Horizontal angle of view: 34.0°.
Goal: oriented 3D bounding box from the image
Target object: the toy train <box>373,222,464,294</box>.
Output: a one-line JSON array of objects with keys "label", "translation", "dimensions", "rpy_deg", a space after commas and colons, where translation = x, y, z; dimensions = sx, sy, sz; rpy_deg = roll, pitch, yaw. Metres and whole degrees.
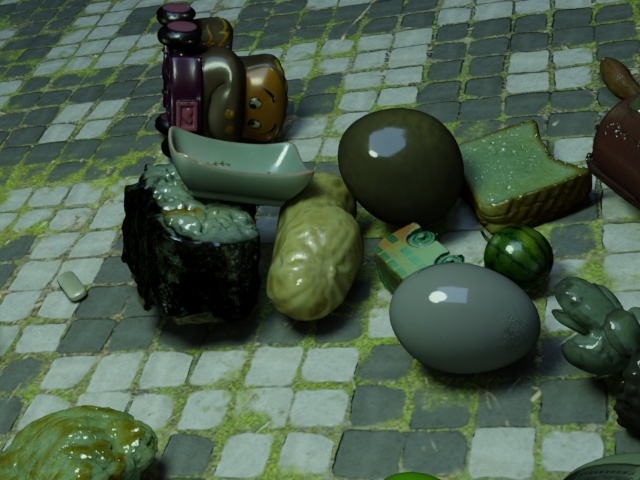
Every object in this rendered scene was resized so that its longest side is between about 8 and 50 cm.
[{"label": "toy train", "translation": [0.154, 0.049, 1.530], "dimensions": [0.099, 0.072, 0.188], "rpy_deg": [-25, 36, -14]}]

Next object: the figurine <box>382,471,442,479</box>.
[{"label": "figurine", "translation": [0.065, 0.326, 1.136], "dimensions": [0.263, 0.143, 0.162], "rpy_deg": [2, 31, 41]}]

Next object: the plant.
[{"label": "plant", "translation": [0.387, 0.136, 1.253], "dimensions": [0.149, 0.146, 0.274], "rpy_deg": [-28, 36, -12]}]

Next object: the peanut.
[{"label": "peanut", "translation": [0.000, 0.000, 1.605], "dimensions": [0.148, 0.147, 0.318], "rpy_deg": [-6, 33, 13]}]

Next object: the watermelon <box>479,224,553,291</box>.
[{"label": "watermelon", "translation": [0.279, 0.025, 1.497], "dimensions": [0.109, 0.109, 0.109], "rpy_deg": [-11, 35, 8]}]

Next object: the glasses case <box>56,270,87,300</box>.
[{"label": "glasses case", "translation": [-0.418, 0.076, 1.760], "dimensions": [0.032, 0.021, 0.083], "rpy_deg": [-29, 37, -19]}]

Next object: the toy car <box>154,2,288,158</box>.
[{"label": "toy car", "translation": [-0.198, -0.306, 2.028], "dimensions": [0.240, 0.271, 0.340], "rpy_deg": [-2, 33, -12]}]

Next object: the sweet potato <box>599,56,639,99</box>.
[{"label": "sweet potato", "translation": [0.536, -0.254, 1.826], "dimensions": [0.050, 0.050, 0.214], "rpy_deg": [-14, 41, 3]}]

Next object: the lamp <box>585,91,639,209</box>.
[{"label": "lamp", "translation": [0.502, -0.118, 1.538], "dimensions": [0.180, 0.180, 0.258], "rpy_deg": [-21, 36, -7]}]

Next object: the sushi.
[{"label": "sushi", "translation": [-0.200, 0.004, 1.637], "dimensions": [0.211, 0.170, 0.350], "rpy_deg": [3, 25, -21]}]

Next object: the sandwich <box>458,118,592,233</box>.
[{"label": "sandwich", "translation": [0.311, -0.104, 1.687], "dimensions": [0.186, 0.065, 0.214], "rpy_deg": [-18, 34, -4]}]

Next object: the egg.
[{"label": "egg", "translation": [0.189, 0.103, 1.377], "dimensions": [0.199, 0.146, 0.146], "rpy_deg": [10, 40, 9]}]

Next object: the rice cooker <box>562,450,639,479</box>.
[{"label": "rice cooker", "translation": [0.253, 0.369, 0.828], "dimensions": [0.335, 0.335, 0.325], "rpy_deg": [20, 47, 40]}]

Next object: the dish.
[{"label": "dish", "translation": [-0.130, -0.108, 1.621], "dimensions": [0.213, 0.077, 0.151], "rpy_deg": [6, 21, -18]}]

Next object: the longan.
[{"label": "longan", "translation": [0.129, -0.115, 1.629], "dimensions": [0.198, 0.212, 0.198], "rpy_deg": [-25, 46, 29]}]

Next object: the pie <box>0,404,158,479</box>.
[{"label": "pie", "translation": [-0.339, 0.318, 1.329], "dimensions": [0.257, 0.105, 0.274], "rpy_deg": [-14, 33, 18]}]
